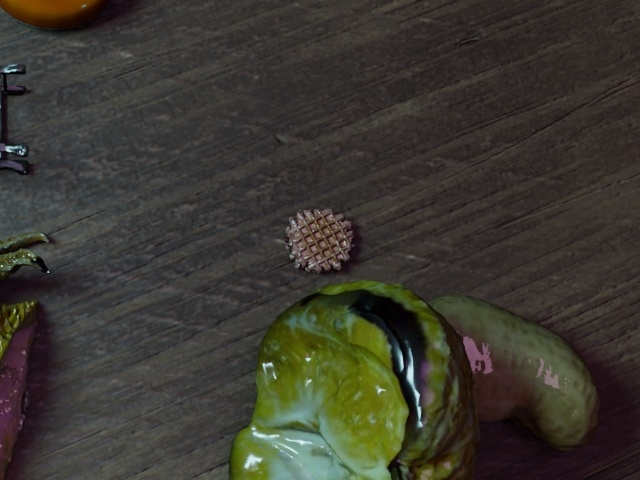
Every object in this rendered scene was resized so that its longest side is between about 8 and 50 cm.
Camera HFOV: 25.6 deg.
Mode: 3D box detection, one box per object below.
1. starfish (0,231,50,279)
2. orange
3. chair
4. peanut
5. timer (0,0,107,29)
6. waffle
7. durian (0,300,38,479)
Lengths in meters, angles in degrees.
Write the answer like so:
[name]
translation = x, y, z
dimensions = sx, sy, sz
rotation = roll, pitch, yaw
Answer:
[starfish]
translation = -0.395, 0.034, 1.496
dimensions = 0.238, 0.213, 0.057
rotation = 8, 117, 25
[orange]
translation = 0.043, 0.225, 1.498
dimensions = 0.210, 0.271, 0.368
rotation = 15, 95, -47
[chair]
translation = -0.429, -0.137, 1.511
dimensions = 0.229, 0.106, 0.113
rotation = 0, 80, -11
[peanut]
translation = 0.212, 0.152, 1.608
dimensions = 0.253, 0.122, 0.137
rotation = 21, 70, -13
[timer]
translation = -0.294, -0.290, 1.555
dimensions = 0.136, 0.136, 0.099
rotation = -12, 79, -14
[waffle]
translation = 0.000, 0.000, 1.628
dimensions = 0.083, 0.029, 0.075
rotation = 10, 80, -14
[durian]
translation = -0.358, 0.152, 1.487
dimensions = 0.132, 0.165, 0.182
rotation = 25, 101, -39
